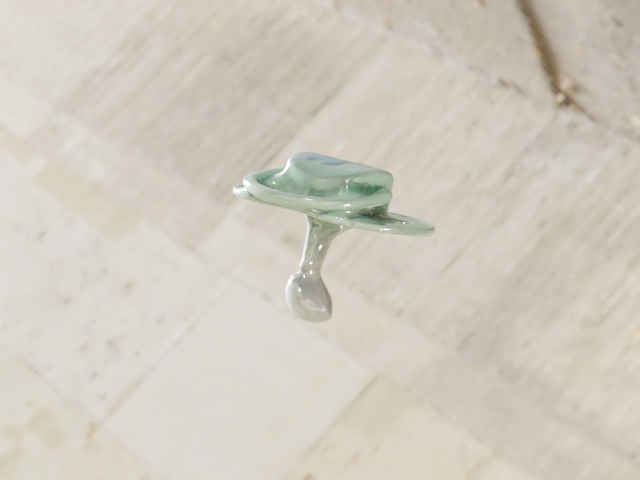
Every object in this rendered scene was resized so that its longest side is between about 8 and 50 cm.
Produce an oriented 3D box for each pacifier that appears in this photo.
[{"bbox_3d":[0.000,0.000,1.210,0.150,0.117,0.127,16,-174,29],"label":"pacifier"}]
